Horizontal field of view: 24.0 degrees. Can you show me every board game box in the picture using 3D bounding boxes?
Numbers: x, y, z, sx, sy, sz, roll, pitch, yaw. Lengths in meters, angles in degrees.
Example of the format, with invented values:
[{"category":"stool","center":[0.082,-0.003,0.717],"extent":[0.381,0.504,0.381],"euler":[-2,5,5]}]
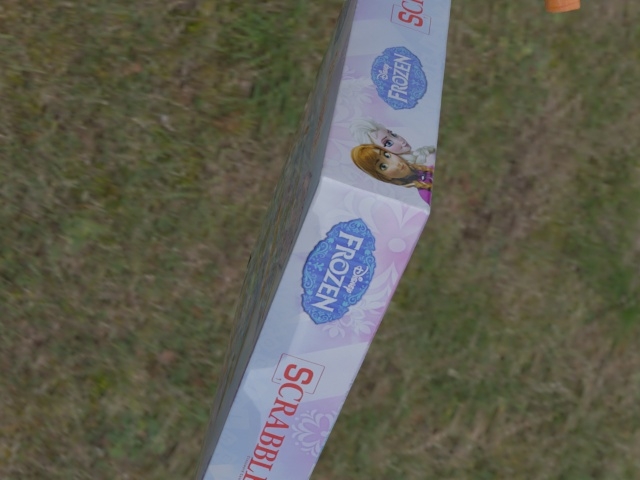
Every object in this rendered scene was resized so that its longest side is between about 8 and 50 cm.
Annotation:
[{"category":"board game box","center":[0.000,0.000,0.997],"extent":[0.066,0.319,0.318],"euler":[18,128,-5]}]

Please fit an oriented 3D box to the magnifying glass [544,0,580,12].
[{"category":"magnifying glass","center":[0.144,-0.263,0.965],"extent":[0.026,0.092,0.231],"euler":[-9,102,-2]}]
